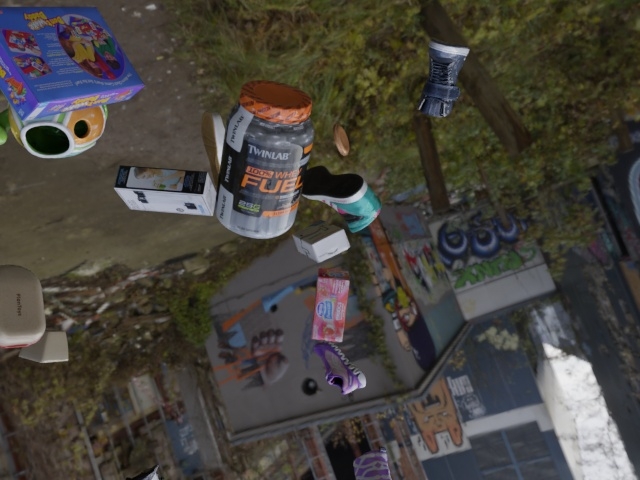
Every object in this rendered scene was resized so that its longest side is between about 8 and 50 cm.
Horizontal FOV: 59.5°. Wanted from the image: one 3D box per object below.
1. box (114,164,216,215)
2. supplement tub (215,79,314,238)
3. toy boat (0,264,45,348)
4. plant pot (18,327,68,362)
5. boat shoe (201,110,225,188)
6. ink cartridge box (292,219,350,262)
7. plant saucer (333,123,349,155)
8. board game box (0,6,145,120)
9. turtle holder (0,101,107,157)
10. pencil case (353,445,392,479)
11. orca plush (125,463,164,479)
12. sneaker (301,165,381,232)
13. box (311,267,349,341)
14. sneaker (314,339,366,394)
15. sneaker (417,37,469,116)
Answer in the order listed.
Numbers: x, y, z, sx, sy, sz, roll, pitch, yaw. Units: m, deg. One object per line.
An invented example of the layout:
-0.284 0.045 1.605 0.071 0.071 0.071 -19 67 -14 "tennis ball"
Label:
-0.503 -0.162 1.840 0.290 0.087 0.169 5 159 2 "box"
-0.133 -0.191 1.338 0.207 0.207 0.338 -16 134 -37 "supplement tub"
-0.846 0.184 1.514 0.151 0.231 0.151 -25 160 35 "toy boat"
-0.892 0.336 1.821 0.109 0.096 0.109 6 175 23 "plant pot"
-0.287 -0.269 1.689 0.096 0.098 0.277 -25 133 -24 "boat shoe"
0.000 0.000 2.209 0.148 0.085 0.203 -27 -158 -18 "ink cartridge box"
0.055 -0.258 1.429 0.013 0.083 0.083 -15 176 21 "plant saucer"
-0.616 -0.432 1.335 0.078 0.233 0.347 -27 -172 31 "board game box"
-0.781 -0.353 1.584 0.320 0.227 0.243 12 133 -19 "turtle holder"
0.134 0.570 1.236 0.086 0.206 0.088 -36 132 22 "pencil case"
-0.550 0.748 1.671 0.287 0.102 0.151 102 11 -52 "orca plush"
0.064 -0.113 1.572 0.123 0.178 0.295 -51 -145 -12 "sneaker"
0.037 0.245 2.152 0.123 0.256 0.128 6 -165 -1 "box"
0.049 0.452 1.983 0.105 0.236 0.095 -32 144 -26 "sneaker"
0.270 -0.360 1.258 0.086 0.163 0.226 22 -163 16 "sneaker"
